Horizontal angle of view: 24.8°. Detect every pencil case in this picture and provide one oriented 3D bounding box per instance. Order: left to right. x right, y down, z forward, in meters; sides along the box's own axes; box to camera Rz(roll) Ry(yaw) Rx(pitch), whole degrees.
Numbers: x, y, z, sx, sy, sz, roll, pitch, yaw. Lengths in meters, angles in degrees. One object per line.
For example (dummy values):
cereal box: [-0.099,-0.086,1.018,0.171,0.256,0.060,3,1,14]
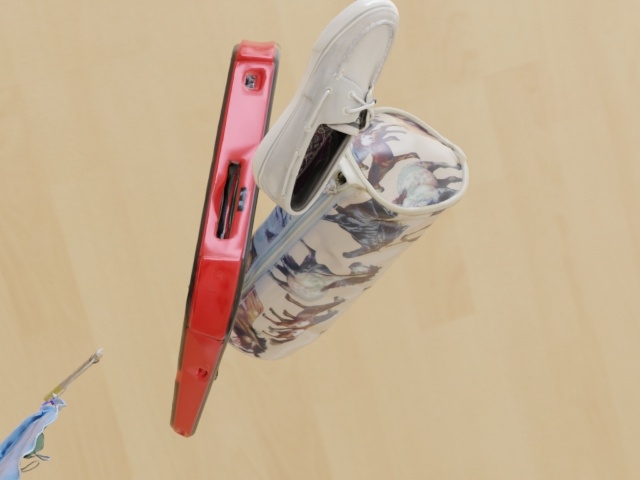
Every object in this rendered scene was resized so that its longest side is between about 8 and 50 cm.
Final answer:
pencil case: [0.000,0.000,1.796,0.183,0.410,0.160,4,58,-33]

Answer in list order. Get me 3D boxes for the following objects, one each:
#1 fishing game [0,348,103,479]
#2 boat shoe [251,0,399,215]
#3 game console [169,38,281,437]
fishing game: [-0.290,0.225,1.343,0.041,0.189,0.264,40,46,-10]
boat shoe: [0.011,-0.101,1.126,0.066,0.063,0.184,19,115,-47]
game console: [-0.110,-0.006,1.688,0.060,0.342,0.387,10,58,-3]
